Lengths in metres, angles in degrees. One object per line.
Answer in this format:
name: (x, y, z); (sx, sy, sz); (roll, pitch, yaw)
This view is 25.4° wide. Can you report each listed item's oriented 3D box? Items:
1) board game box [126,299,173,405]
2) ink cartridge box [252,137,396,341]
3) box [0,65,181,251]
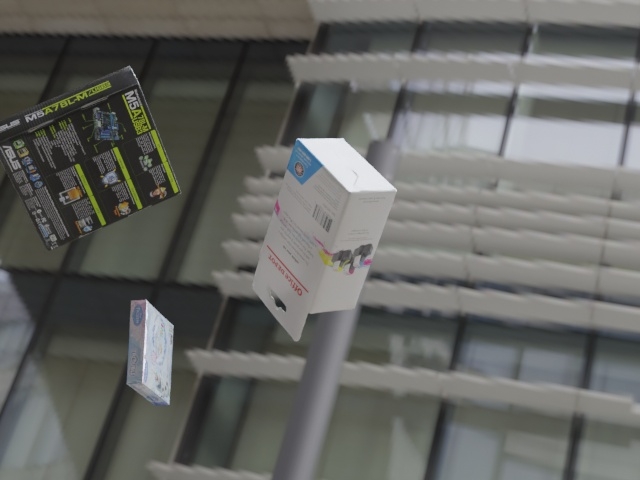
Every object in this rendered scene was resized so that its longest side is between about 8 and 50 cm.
board game box: (-0.178, 0.119, 1.491); (0.020, 0.090, 0.090); (-4, -22, 11)
ink cartridge box: (0.000, 0.000, 1.429); (0.062, 0.104, 0.181); (-4, -54, -35)
box: (-0.279, -0.095, 1.703); (0.184, 0.045, 0.190); (-26, -43, -8)
